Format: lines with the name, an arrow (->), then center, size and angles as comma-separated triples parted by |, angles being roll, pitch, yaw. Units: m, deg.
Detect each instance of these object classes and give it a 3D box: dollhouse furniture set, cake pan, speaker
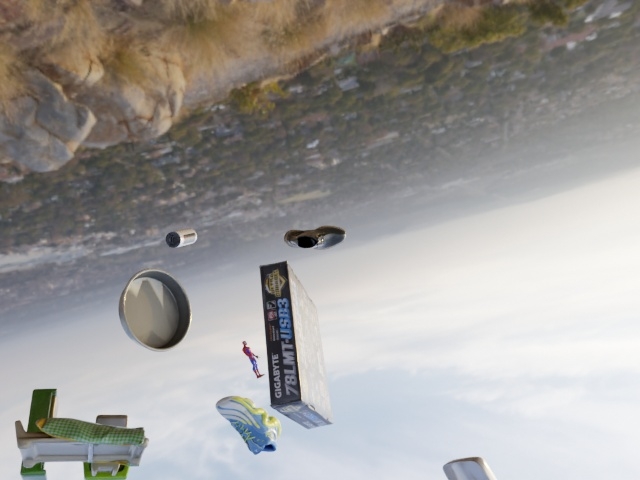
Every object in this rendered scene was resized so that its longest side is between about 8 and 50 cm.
dollhouse furniture set -> -0.414, 0.320, 0.988 | 0.197, 0.151, 0.301 | 7, 146, -20
cake pan -> -0.576, 0.243, 1.944 | 0.054, 0.293, 0.293 | -19, 175, 33
speaker -> -0.463, -0.009, 1.866 | 0.055, 0.055, 0.136 | -16, -178, 11

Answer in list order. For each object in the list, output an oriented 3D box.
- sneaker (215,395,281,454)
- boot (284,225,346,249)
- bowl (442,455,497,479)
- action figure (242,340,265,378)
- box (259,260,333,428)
sneaker -> -0.207, 0.553, 1.660 | 0.240, 0.126, 0.091 | 33, 114, -29
boot -> 0.000, 0.000, 1.708 | 0.197, 0.077, 0.137 | -8, -173, -16
bowl -> 0.420, 0.650, 1.526 | 0.053, 0.142, 0.142 | -29, 175, -44
action figure -> -0.197, 0.342, 1.622 | 0.030, 0.115, 0.038 | -36, 167, 14
box -> -0.050, 0.235, 1.213 | 0.073, 0.296, 0.293 | -13, 153, 8
